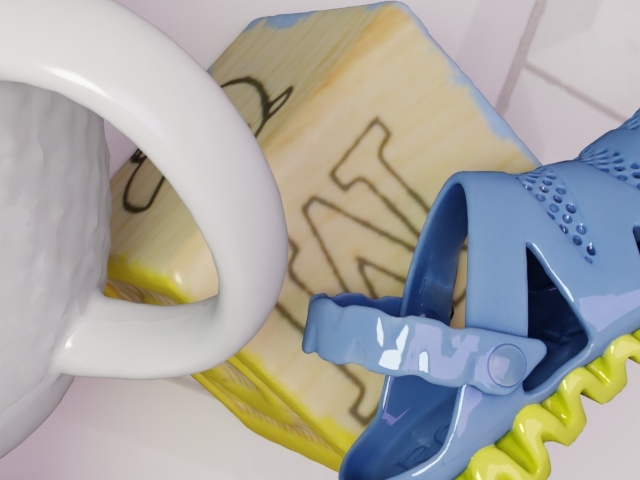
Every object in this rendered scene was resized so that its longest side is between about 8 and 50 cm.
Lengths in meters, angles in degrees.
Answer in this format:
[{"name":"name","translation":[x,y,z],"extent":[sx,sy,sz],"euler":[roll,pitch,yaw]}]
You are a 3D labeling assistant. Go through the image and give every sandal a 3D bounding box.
[{"name":"sandal","translation":[0.110,0.014,0.771],"extent":[0.317,0.126,0.138],"euler":[-45,109,-18]}]

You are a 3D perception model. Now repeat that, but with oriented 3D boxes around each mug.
[{"name":"mug","translation":[-0.190,-0.037,0.670],"extent":[0.328,0.374,0.276],"euler":[77,32,-44]}]

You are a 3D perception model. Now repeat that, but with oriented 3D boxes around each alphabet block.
[{"name":"alphabet block","translation":[0.000,0.000,0.883],"extent":[0.193,0.192,0.197],"euler":[46,73,-22]}]
